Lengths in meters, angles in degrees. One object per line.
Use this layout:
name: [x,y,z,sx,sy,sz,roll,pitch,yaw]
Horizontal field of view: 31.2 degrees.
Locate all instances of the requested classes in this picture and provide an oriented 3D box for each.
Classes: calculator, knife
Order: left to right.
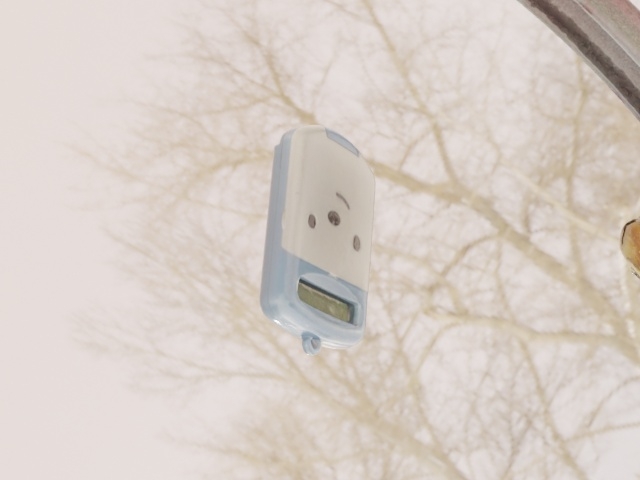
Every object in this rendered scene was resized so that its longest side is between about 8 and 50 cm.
calculator: [0.000,0.000,1.008,0.121,0.039,0.210,28,-121,-42]
knife: [0.117,-0.110,0.547,0.053,0.278,0.123,-45,-11,-6]

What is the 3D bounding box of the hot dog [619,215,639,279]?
hot dog: [0.425,-0.023,1.078,0.289,0.083,0.068,-18,-41,4]
